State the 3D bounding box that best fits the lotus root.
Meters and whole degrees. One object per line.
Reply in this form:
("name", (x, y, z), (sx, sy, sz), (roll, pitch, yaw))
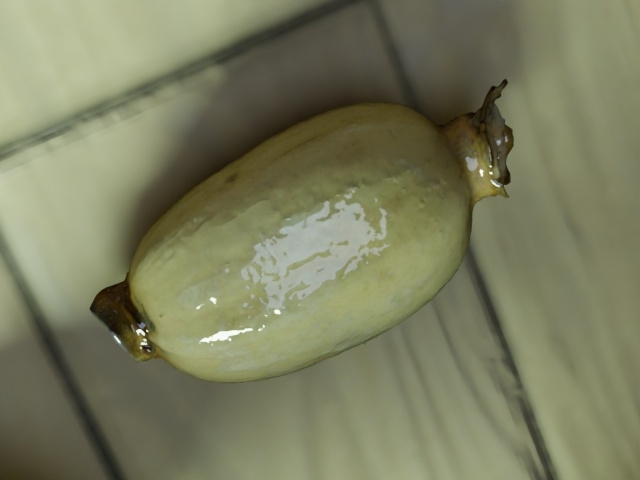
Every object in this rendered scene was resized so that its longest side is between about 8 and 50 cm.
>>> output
("lotus root", (0.000, 0.000, 0.539), (0.150, 0.062, 0.073), (-27, 113, 1))
